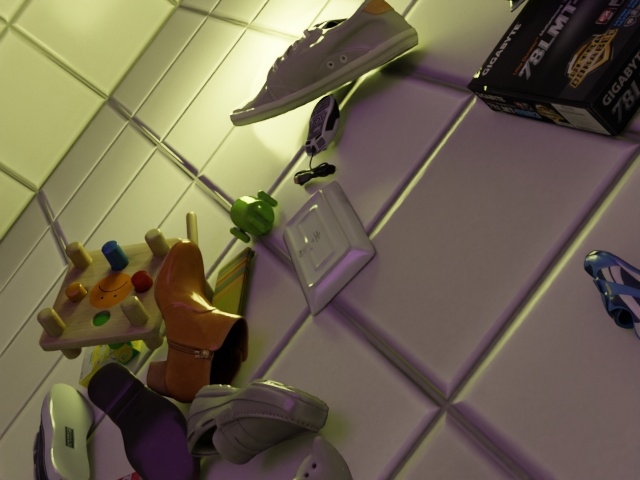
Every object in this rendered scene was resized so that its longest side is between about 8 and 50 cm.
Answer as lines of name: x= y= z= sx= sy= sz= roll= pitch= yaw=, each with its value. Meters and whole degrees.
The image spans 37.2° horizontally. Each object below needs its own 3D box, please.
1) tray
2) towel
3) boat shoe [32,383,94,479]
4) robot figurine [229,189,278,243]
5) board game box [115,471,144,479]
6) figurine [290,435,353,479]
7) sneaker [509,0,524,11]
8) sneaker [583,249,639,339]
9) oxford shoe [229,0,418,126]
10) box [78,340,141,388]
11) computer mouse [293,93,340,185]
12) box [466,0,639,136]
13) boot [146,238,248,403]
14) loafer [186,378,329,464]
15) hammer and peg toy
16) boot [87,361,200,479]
tray: x=0.000 y=0.000 z=1.575 sx=0.145 sy=0.030 sz=0.270 roll=-47 pitch=28 yaw=13
towel: x=-0.166 y=0.124 z=1.701 sx=0.102 sy=0.021 sz=0.237 roll=-38 pitch=32 yaw=37
boat shoe: x=-0.500 y=0.393 z=1.818 sx=0.102 sy=0.108 sz=0.301 roll=-50 pitch=30 yaw=15
robot figurine: x=-0.128 y=-0.048 z=1.783 sx=0.101 sy=0.067 sz=0.115 roll=-55 pitch=28 yaw=-6
board game box: x=-0.376 y=0.475 z=1.605 sx=0.259 sy=0.039 sz=0.124 roll=-33 pitch=33 yaw=39
figurine: x=0.015 y=0.329 z=0.982 sx=0.092 sy=0.209 sz=0.215 roll=7 pitch=63 yaw=59
sneaker: x=0.313 y=-0.386 z=1.311 sx=0.153 sy=0.099 sz=0.282 roll=-41 pitch=22 yaw=10
sneaker: x=0.317 y=0.056 z=1.004 sx=0.059 sy=0.053 sz=0.144 roll=-53 pitch=27 yaw=5
oxford shoe: x=-0.013 y=-0.337 z=1.821 sx=0.449 sy=0.130 sz=0.169 roll=-23 pitch=10 yaw=40
box: x=-0.420 y=0.219 z=1.953 sx=0.179 sy=0.043 sz=0.105 roll=-41 pitch=30 yaw=25
computer mouse: x=0.006 y=-0.187 z=1.771 sx=0.106 sy=0.042 sz=0.193 roll=-24 pitch=44 yaw=50
box: x=0.375 y=-0.293 z=1.296 sx=0.296 sy=0.073 sz=0.293 roll=-53 pitch=28 yaw=-2
boot: x=-0.193 y=0.129 z=1.606 sx=0.211 sy=0.104 sz=0.295 roll=-10 pitch=65 yaw=46
loafer: x=-0.097 y=0.264 z=1.348 sx=0.319 sy=0.112 sz=0.112 roll=-21 pitch=46 yaw=57
hammer and peg toy: x=-0.358 y=0.094 z=1.878 sx=0.361 sy=0.127 sz=0.266 roll=-9 pitch=43 yaw=16
boot: x=-0.268 y=0.317 z=1.567 sx=0.112 sy=0.115 sz=0.305 roll=-43 pitch=45 yaw=-9
